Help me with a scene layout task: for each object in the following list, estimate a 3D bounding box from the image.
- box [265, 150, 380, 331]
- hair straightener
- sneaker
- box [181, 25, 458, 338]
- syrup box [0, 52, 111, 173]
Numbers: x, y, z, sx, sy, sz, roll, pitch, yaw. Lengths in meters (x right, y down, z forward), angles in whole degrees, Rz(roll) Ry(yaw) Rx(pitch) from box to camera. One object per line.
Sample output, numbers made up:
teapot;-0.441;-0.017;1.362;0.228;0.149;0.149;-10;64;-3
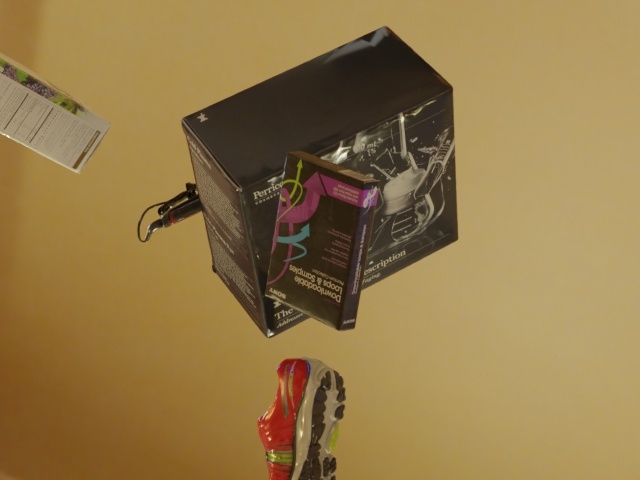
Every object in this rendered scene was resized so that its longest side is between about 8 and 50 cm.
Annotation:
box;0.000;0.000;1.448;0.116;0.162;0.029;23;-158;40
hair straightener;-0.203;-0.062;2.285;0.230;0.047;0.089;-32;-153;-18
sneaker;-0.042;0.300;2.007;0.118;0.279;0.107;19;-172;36
box;0.009;-0.082;2.003;0.343;0.312;0.179;-27;-131;-17
syrup box;-0.429;-0.195;2.022;0.237;0.096;0.093;29;-173;-44
